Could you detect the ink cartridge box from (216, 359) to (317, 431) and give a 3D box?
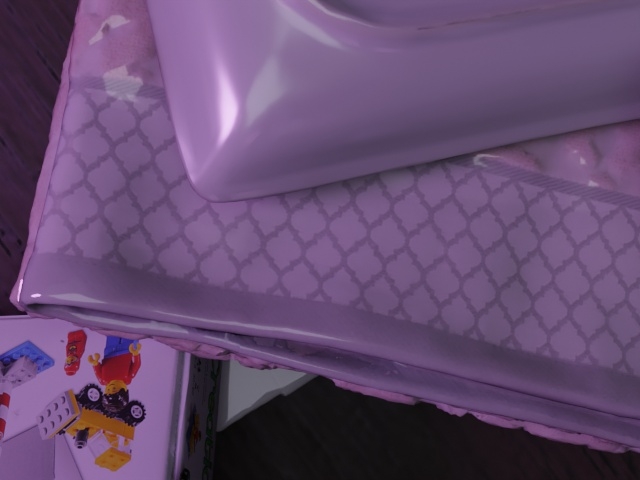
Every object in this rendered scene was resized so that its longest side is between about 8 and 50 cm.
[{"bbox_3d":[0.000,0.000,0.599,0.180,0.060,0.104,-32,91,2],"label":"ink cartridge box"}]

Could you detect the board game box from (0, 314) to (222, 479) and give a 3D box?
[{"bbox_3d":[-0.199,0.131,0.541,0.305,0.053,0.193,-3,66,14],"label":"board game box"}]

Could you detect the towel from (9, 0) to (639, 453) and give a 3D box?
[{"bbox_3d":[0.061,-0.084,0.542,0.332,0.053,0.317,13,75,-9],"label":"towel"}]

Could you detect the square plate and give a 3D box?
[{"bbox_3d":[0.079,-0.213,0.521,0.347,0.049,0.344,-12,80,-14],"label":"square plate"}]
